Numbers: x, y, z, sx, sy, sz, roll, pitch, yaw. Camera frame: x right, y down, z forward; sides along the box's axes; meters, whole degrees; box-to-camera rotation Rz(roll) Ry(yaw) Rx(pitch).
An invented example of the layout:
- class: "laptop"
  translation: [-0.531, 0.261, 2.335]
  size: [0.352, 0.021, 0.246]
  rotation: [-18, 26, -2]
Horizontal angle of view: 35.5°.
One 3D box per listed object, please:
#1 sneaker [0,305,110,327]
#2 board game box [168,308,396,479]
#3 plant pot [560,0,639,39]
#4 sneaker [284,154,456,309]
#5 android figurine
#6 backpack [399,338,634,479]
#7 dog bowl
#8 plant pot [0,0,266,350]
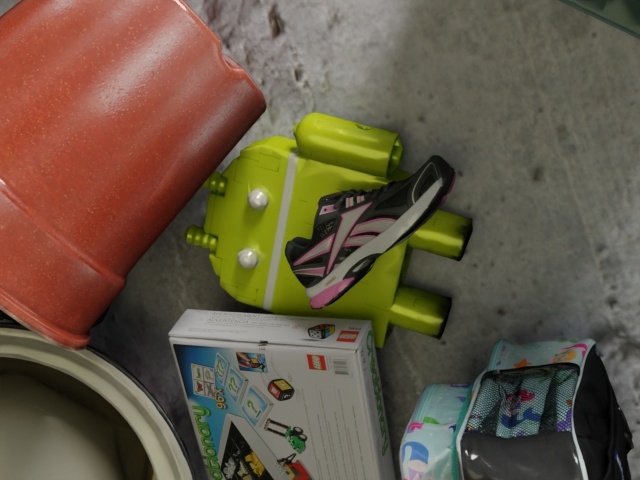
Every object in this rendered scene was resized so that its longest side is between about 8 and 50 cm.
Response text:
- class: "sneaker"
  translation: [-0.348, 0.021, 1.061]
  size: [0.286, 0.109, 0.130]
  rotation: [17, 120, 15]
- class: "board game box"
  translation: [-0.027, 0.211, 1.006]
  size: [0.192, 0.053, 0.305]
  rotation: [2, 122, 20]
- class: "plant pot"
  translation: [0.221, -0.295, 0.671]
  size: [0.247, 0.248, 0.252]
  rotation: [29, 100, 8]
- class: "sneaker"
  translation: [0.034, -0.018, 0.871]
  size: [0.178, 0.072, 0.077]
  rotation: [-42, 84, 19]
- class: "android figurine"
  translation: [0.000, 0.000, 0.954]
  size: [0.272, 0.056, 0.248]
  rotation: [18, 114, 11]
- class: "backpack"
  translation: [0.178, 0.204, 0.855]
  size: [0.191, 0.253, 0.225]
  rotation: [-2, 112, 25]
- class: "dog bowl"
  translation: [-0.331, 0.273, 1.037]
  size: [0.407, 0.150, 0.408]
  rotation: [-1, 96, -9]
- class: "plant pot"
  translation: [-0.207, -0.095, 0.856]
  size: [0.272, 0.272, 0.265]
  rotation: [45, 87, 0]
